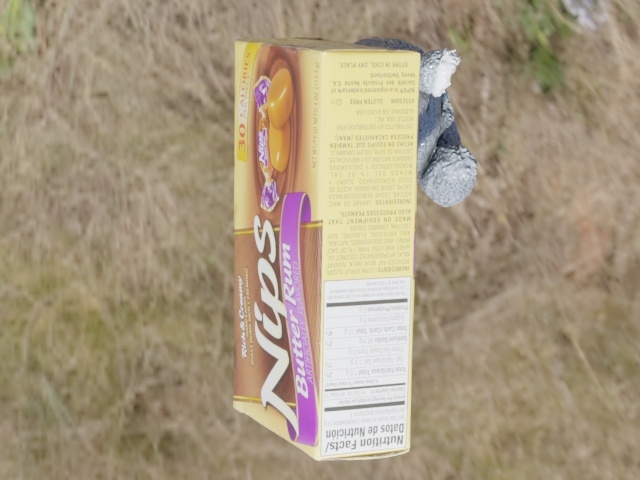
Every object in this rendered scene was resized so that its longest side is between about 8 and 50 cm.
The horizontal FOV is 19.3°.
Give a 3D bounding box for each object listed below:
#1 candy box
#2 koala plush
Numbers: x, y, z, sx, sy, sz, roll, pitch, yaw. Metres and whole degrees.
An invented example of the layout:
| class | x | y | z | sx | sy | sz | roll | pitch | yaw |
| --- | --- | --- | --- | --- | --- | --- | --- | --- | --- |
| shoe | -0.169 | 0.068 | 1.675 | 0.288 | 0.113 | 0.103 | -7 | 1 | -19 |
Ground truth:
| class | x | y | z | sx | sy | sz | roll | pitch | yaw |
| --- | --- | --- | --- | --- | --- | --- | --- | --- | --- |
| candy box | 0.000 | 0.000 | 0.887 | 0.053 | 0.109 | 0.186 | -2 | 100 | -24 |
| koala plush | 0.062 | -0.146 | 2.026 | 0.196 | 0.221 | 0.203 | -8 | 78 | 3 |
